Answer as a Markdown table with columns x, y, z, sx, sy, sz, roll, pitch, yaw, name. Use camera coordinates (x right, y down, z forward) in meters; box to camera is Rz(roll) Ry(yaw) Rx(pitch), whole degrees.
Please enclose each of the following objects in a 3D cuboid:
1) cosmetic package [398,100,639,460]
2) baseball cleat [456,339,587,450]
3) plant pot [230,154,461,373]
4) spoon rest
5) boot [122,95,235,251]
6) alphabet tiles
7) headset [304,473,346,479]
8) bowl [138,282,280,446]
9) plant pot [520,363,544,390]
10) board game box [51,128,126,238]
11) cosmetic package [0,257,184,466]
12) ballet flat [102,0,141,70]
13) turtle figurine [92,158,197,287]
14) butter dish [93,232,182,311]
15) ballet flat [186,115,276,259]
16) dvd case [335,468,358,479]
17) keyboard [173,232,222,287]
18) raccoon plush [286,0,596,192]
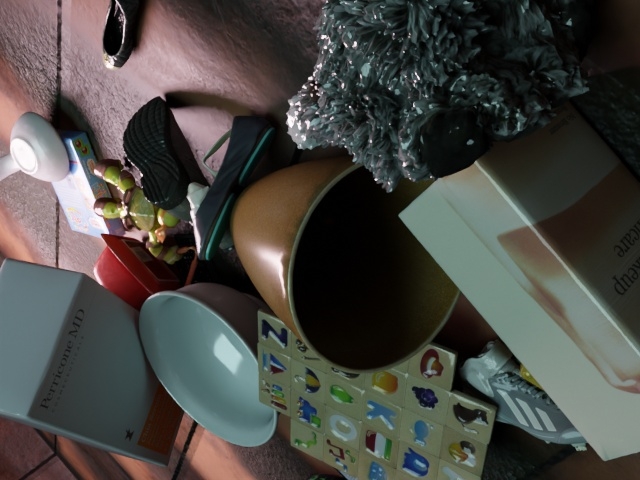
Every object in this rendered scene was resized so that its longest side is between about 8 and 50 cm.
| x | y | z | sx | sy | sz | roll | pitch | yaw | name |
| --- | --- | --- | --- | --- | --- | --- | --- | --- | --- |
| 0.236 | 0.028 | 0.694 | 0.296 | 0.153 | 0.129 | 50 | 145 | 3 | cosmetic package |
| 0.238 | 0.173 | 0.877 | 0.206 | 0.072 | 0.109 | -3 | 117 | 48 | baseball cleat |
| 0.000 | 0.000 | 0.895 | 0.254 | 0.237 | 0.237 | 21 | 135 | 54 | plant pot |
| -0.564 | -0.161 | 1.448 | 0.276 | 0.084 | 0.137 | -12 | 110 | 39 | spoon rest |
| -0.198 | -0.092 | 1.119 | 0.161 | 0.083 | 0.246 | 41 | -162 | -45 | boot |
| 0.058 | 0.216 | 1.005 | 0.343 | 0.011 | 0.285 | 20 | 126 | 26 | alphabet tiles |
| 0.055 | 0.611 | 1.427 | 0.243 | 0.185 | 0.394 | 10 | 111 | 39 | headset |
| -0.147 | 0.178 | 1.249 | 0.298 | 0.134 | 0.297 | 23 | 132 | 28 | bowl |
| 0.255 | 0.118 | 0.801 | 0.081 | 0.083 | 0.081 | 31 | 138 | 27 | plant pot |
| -0.463 | -0.108 | 1.457 | 0.160 | 0.039 | 0.211 | 12 | 126 | 43 | board game box |
| -0.388 | 0.227 | 1.308 | 0.162 | 0.230 | 0.453 | 8 | 159 | 20 | cosmetic package |
| -0.296 | -0.308 | 1.096 | 0.057 | 0.049 | 0.173 | 48 | 144 | 9 | ballet flat |
| -0.296 | -0.047 | 1.267 | 0.217 | 0.087 | 0.269 | 20 | 126 | 39 | turtle figurine |
| -0.341 | 0.076 | 1.361 | 0.160 | 0.118 | 0.160 | 47 | -174 | 10 | butter dish |
| -0.130 | -0.075 | 0.994 | 0.074 | 0.203 | 0.074 | 26 | 174 | 3 | ballet flat |
| 0.094 | 0.377 | 1.250 | 0.253 | 0.022 | 0.180 | 40 | 143 | 17 | dvd case |
| -0.212 | 0.079 | 1.332 | 0.100 | 0.038 | 0.192 | 2 | 119 | 48 | keyboard |
| 0.015 | -0.212 | 0.650 | 0.446 | 0.216 | 0.299 | -7 | 123 | 51 | raccoon plush |
